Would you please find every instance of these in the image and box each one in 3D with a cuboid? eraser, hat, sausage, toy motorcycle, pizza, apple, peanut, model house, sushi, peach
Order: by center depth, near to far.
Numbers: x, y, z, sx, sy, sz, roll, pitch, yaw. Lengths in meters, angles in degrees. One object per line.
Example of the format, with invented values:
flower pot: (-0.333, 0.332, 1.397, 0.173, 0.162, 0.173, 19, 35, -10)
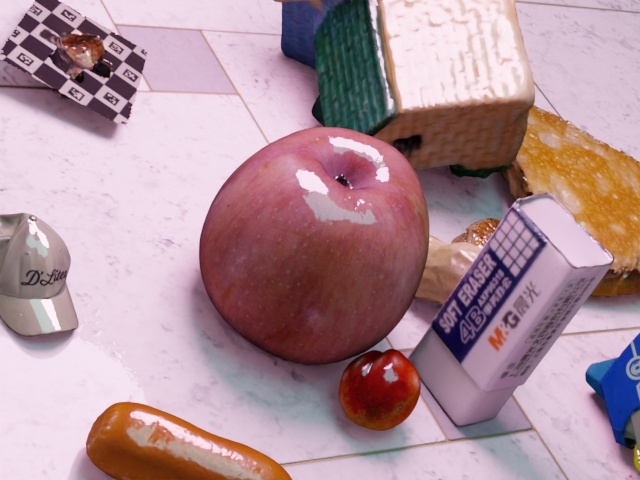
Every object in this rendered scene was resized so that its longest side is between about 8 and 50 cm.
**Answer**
sausage: (-0.133, 0.244, 1.613, 0.238, 0.098, 0.098, 25, 36, -6)
hat: (-0.339, 0.038, 1.731, 0.122, 0.081, 0.166, -7, 60, -37)
peach: (0.072, 0.182, 1.828, 0.101, 0.100, 0.100, 19, 38, -15)
apple: (0.000, 0.000, 1.868, 0.306, 0.235, 0.305, 17, 38, -14)
eraser: (0.230, 0.089, 1.884, 0.086, 0.287, 0.130, -8, 50, -45)
peanut: (0.167, 0.043, 2.026, 0.214, 0.098, 0.090, 17, 70, 34)
toy motorcycle: (0.475, 0.168, 2.030, 0.200, 0.191, 0.326, 23, 69, 36)
sushi: (-0.340, -0.240, 2.082, 0.193, 0.040, 0.210, 29, 33, -14)
model house: (0.104, -0.285, 2.243, 0.343, 0.334, 0.382, -8, 64, -7)
pizza: (0.423, -0.031, 2.338, 0.435, 0.080, 0.392, 27, 36, -3)

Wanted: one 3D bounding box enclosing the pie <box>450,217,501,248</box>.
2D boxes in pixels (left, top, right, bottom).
pie: (0.256, 0.046, 2.133, 0.163, 0.079, 0.193, 23, 37, -16)
